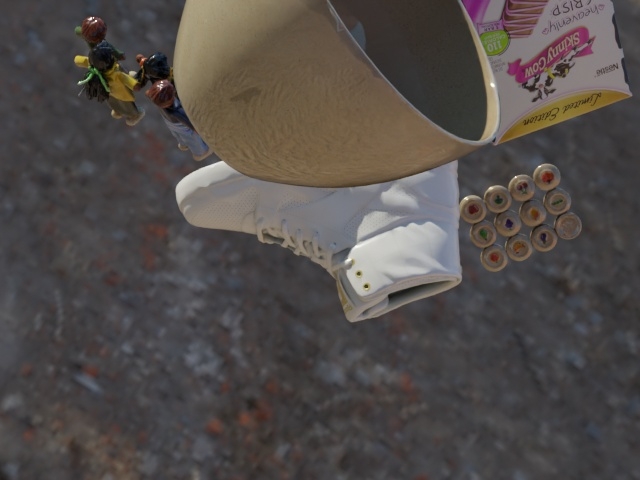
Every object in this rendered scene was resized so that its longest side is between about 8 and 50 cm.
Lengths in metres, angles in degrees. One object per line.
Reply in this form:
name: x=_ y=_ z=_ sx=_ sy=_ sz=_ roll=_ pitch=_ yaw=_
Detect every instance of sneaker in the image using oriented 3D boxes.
sneaker: x=0.000 y=0.000 z=1.598 sx=0.293 sy=0.108 sz=0.169 roll=-5 pitch=71 yaw=3

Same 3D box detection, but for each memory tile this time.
memory tile: x=0.272 y=-0.030 z=2.141 sx=0.012 sy=0.148 sz=0.113 roll=-118 pitch=-175 yaw=-80

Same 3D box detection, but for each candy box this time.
candy box: x=0.207 y=-0.232 z=1.576 sx=0.159 sy=0.233 sz=0.071 roll=-21 pitch=22 yaw=-8

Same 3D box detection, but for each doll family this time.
doll family: x=-0.171 y=-0.149 z=1.510 sx=0.193 sy=0.076 sz=0.111 roll=23 pitch=-23 yaw=22

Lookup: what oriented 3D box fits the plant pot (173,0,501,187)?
plant pot: x=-0.010 y=-0.153 z=1.306 sx=0.284 sy=0.191 sz=0.284 roll=42 pitch=29 yaw=-30
